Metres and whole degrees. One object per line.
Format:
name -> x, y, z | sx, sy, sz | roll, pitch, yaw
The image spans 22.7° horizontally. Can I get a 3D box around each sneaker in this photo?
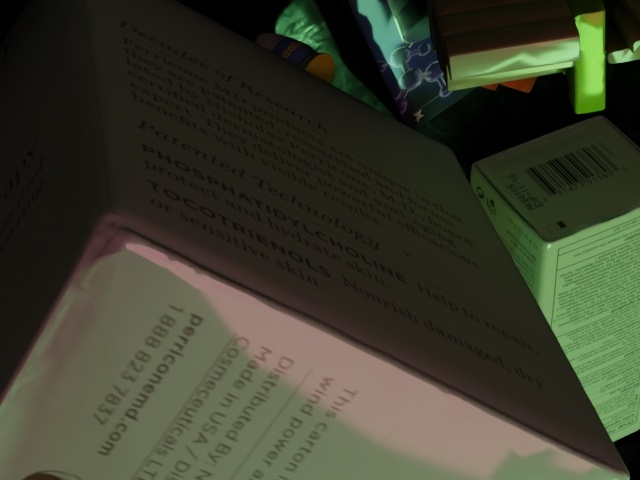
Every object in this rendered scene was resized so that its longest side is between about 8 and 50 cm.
sneaker -> -0.030, -0.097, 1.179 | 0.053, 0.059, 0.144 | -46, 161, -39

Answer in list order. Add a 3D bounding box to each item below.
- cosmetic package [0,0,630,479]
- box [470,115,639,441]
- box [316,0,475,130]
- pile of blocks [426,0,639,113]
cosmetic package -> -0.086, 0.085, 0.977 | 0.327, 0.394, 0.329 | 26, 110, -24
box -> 0.219, 0.058, 1.444 | 0.148, 0.121, 0.311 | -20, 136, -20
box -> 0.119, -0.228, 1.130 | 0.261, 0.103, 0.184 | -35, 142, -4
pile of blocks -> 0.231, -0.166, 1.076 | 0.362, 0.149, 0.113 | -27, 138, -15
